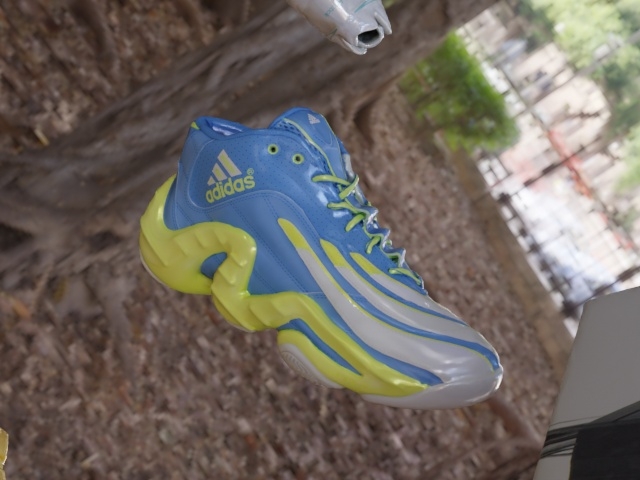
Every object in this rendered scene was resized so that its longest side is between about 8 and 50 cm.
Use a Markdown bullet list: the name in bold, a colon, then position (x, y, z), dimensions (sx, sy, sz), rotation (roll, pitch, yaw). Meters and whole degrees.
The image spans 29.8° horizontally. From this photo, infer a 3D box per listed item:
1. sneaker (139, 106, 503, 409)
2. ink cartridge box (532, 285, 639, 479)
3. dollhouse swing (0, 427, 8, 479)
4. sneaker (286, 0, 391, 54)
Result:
- **sneaker**: position (0.000, 0.000, 0.668), dimensions (0.240, 0.126, 0.091), rotation (23, 21, 24)
- **ink cartridge box**: position (0.187, 0.179, 0.526), dimensions (0.223, 0.129, 0.307), rotation (62, 32, -18)
- **dollhouse swing**: position (-0.255, 0.025, 0.574), dimensions (0.305, 0.315, 0.347), rotation (20, 25, -21)
- **sneaker**: position (0.021, -0.156, 0.839), dimensions (0.061, 0.054, 0.152), rotation (47, 16, 3)
